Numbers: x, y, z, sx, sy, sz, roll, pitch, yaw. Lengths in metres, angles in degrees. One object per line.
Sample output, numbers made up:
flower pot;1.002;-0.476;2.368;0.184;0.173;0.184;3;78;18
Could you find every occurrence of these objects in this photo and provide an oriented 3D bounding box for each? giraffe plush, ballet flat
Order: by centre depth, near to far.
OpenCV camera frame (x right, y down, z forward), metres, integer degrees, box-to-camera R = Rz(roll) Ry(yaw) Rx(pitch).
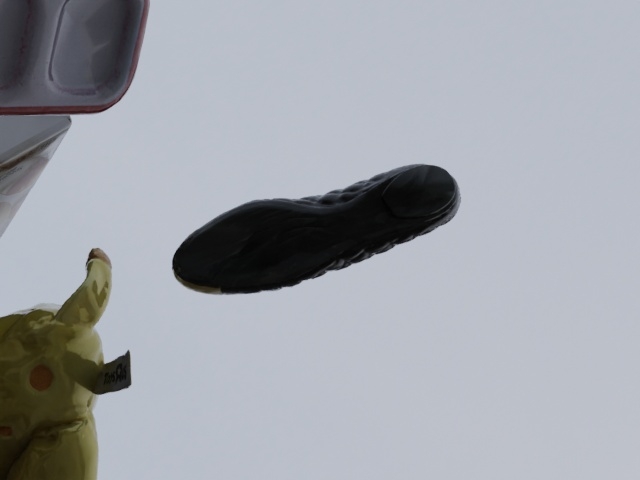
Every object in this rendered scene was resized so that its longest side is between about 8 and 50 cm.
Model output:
giraffe plush;-0.215;0.092;1.038;0.170;0.181;0.210;6;-30;-19
ballet flat;0.000;0.000;1.054;0.173;0.049;0.057;-15;-115;-9

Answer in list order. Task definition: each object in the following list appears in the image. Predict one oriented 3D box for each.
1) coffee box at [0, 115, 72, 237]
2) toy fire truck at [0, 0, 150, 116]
coffee box;-0.268;-0.013;1.120;0.098;0.141;0.246;49;-41;7
toy fire truck;-0.179;-0.162;0.726;0.169;0.302;0.254;30;-64;40
